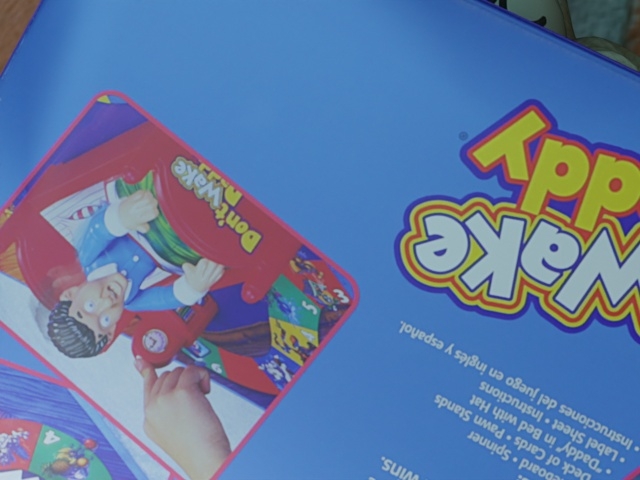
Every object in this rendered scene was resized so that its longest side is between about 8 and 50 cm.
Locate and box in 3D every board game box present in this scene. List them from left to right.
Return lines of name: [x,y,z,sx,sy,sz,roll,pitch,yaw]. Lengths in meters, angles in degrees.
board game box: [0.058,0.093,0.340,0.347,0.078,0.233,28,86,11]

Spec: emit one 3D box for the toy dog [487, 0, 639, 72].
toy dog: [0.057,-0.167,0.584,0.161,0.220,0.334,-64,37,28]
